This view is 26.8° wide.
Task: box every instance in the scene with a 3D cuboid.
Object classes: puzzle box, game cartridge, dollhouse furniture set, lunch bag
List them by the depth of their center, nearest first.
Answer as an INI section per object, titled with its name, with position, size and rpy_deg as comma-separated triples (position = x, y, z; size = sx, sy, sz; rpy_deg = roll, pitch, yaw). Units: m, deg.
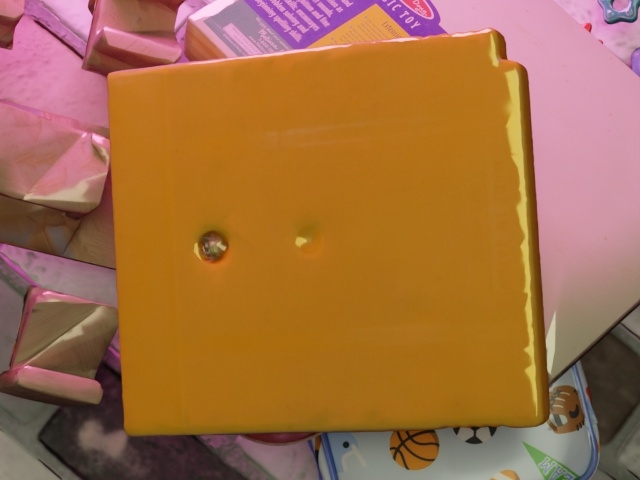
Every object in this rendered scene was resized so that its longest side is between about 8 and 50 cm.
[game cartridge]
position = 0.000, 0.000, 0.996
size = 0.324, 0.053, 0.285
rpy_deg = -3, 88, 17
[puzzle box]
position = 0.121, -0.100, 1.091
size = 0.272, 0.052, 0.409
rpy_deg = -36, 73, -26
[lunch bag]
position = 0.084, 0.096, 1.111
size = 0.243, 0.115, 0.303
rpy_deg = -16, 70, 1
[dollhouse furniture set]
position = -0.350, -0.073, 1.132
size = 0.394, 0.256, 0.362
rpy_deg = 15, 78, -20

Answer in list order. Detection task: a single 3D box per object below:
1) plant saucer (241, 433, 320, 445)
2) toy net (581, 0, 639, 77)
[plant saucer]
position = -0.026, 0.079, 1.066
size = 0.168, 0.029, 0.168
rpy_deg = -6, 79, 31
[toy net]
position = 0.274, -0.227, 1.238
size = 0.122, 0.045, 0.232
rpy_deg = -16, 75, 18
